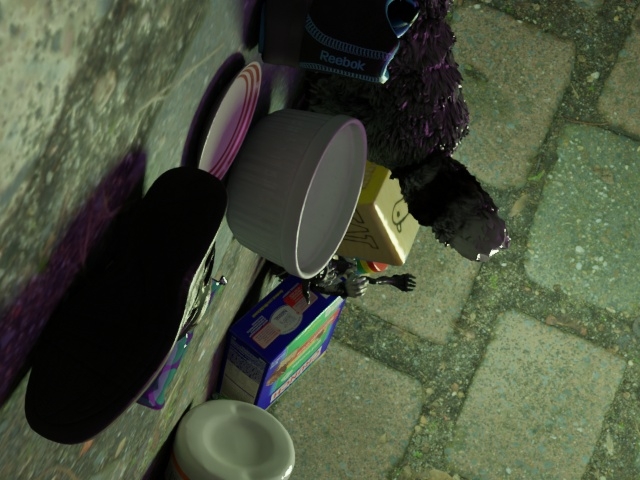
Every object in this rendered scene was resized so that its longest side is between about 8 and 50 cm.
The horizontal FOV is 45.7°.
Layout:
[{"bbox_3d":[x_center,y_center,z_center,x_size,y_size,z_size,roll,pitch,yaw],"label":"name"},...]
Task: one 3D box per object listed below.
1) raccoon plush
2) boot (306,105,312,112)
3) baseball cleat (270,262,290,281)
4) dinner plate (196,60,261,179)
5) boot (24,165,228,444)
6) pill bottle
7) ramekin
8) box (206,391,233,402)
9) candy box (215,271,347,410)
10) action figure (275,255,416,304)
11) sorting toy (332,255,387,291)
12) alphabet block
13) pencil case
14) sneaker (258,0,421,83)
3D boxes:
[{"bbox_3d":[0.171,-0.231,1.041,0.216,0.446,0.299,-31,156,-34],"label":"raccoon plush"},{"bbox_3d":[-0.019,-0.118,1.176,0.258,0.095,0.123,-60,171,-46],"label":"boot"},{"bbox_3d":[-0.062,0.023,1.635,0.206,0.072,0.109,105,10,-73],"label":"baseball cleat"},{"bbox_3d":[-0.095,-0.113,0.752,0.141,0.017,0.141,23,90,-87],"label":"dinner plate"},{"bbox_3d":[-0.148,0.073,0.636,0.178,0.085,0.236,112,3,-63],"label":"boot"},{"bbox_3d":[-0.209,0.515,1.444,0.224,0.224,0.392,-59,172,-62],"label":"pill bottle"},{"bbox_3d":[-0.031,-0.067,0.949,0.207,0.109,0.207,-56,158,-37],"label":"ramekin"},{"bbox_3d":[-0.217,0.417,1.640,0.043,0.105,0.179,-60,172,-67],"label":"box"},{"bbox_3d":[-0.085,0.221,1.650,0.268,0.122,0.317,-41,163,-33],"label":"candy box"},{"bbox_3d":[0.054,0.042,1.520,0.141,0.276,0.164,149,-61,-63],"label":"action figure"},{"bbox_3d":[0.084,-0.056,1.691,0.255,0.089,0.257,51,42,-40],"label":"sorting toy"},{"bbox_3d":[0.072,-0.093,1.389,0.192,0.194,0.197,-66,147,-25],"label":"alphabet block"},{"bbox_3d":[-0.158,0.094,0.780,0.151,0.065,0.070,-65,151,-12],"label":"pencil case"},{"bbox_3d":[0.051,-0.279,0.829,0.125,0.140,0.340,104,8,-51],"label":"sneaker"}]
